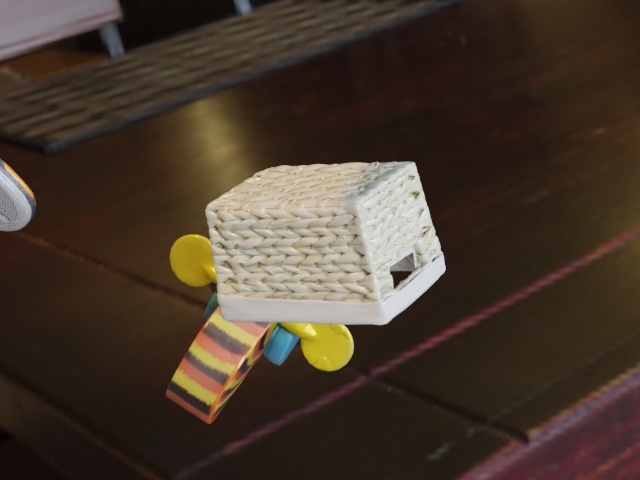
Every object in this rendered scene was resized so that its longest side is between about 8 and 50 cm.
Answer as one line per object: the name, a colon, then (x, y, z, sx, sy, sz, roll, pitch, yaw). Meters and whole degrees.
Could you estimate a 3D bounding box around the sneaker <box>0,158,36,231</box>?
sneaker: (-0.488, -0.158, 1.828, 0.124, 0.321, 0.180, -51, 2, 42)

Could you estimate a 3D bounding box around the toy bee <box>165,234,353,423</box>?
toy bee: (-0.055, 0.035, 1.349, 0.195, 0.162, 0.298, 17, 42, -9)

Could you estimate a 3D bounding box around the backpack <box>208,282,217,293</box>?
backpack: (-0.100, 0.050, 1.879, 0.114, 0.105, 0.084, 24, 47, 30)

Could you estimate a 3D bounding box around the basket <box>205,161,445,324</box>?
basket: (0.000, 0.000, 1.102, 0.167, 0.103, 0.113, -1, 22, 34)
